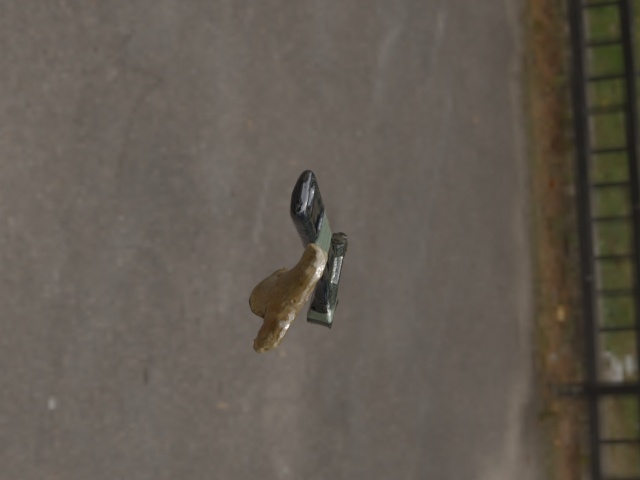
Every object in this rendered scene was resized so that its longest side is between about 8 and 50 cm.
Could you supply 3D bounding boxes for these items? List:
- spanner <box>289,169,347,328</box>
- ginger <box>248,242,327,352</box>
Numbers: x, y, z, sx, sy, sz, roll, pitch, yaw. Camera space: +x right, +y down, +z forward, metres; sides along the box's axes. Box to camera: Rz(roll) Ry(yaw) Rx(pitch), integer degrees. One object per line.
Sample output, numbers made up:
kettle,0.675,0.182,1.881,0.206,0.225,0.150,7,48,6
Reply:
spanner,0.000,0.000,1.327,0.316,0.024,0.087,74,33,-72
ginger,-0.024,0.040,1.182,0.030,0.048,0.097,16,113,-35
